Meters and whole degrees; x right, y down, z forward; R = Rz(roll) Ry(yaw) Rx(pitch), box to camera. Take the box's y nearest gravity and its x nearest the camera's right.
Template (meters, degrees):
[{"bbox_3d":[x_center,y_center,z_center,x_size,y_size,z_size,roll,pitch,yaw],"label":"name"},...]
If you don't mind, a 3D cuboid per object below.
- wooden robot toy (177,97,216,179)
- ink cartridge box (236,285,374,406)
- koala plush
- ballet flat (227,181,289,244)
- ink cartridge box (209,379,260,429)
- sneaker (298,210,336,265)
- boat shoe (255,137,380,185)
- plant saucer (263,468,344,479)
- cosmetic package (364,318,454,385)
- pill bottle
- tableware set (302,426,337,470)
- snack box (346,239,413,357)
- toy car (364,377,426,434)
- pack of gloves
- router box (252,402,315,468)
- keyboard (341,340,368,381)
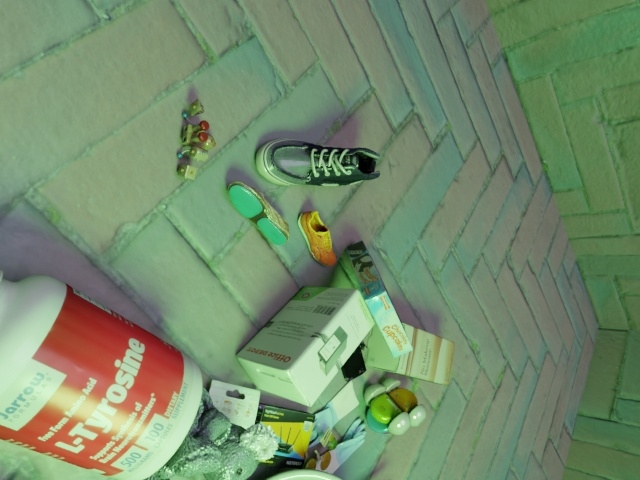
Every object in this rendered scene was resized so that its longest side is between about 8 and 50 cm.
[{"bbox_3d":[-0.256,-0.214,0.999,0.079,0.076,0.173,14,78,-54],"label":"wooden robot toy"},{"bbox_3d":[-0.033,0.237,1.095,0.273,0.198,0.115,-44,118,-36],"label":"ink cartridge box"},{"bbox_3d":[-0.206,0.398,0.883,0.221,0.196,0.203,31,27,-29],"label":"koala plush"},{"bbox_3d":[-0.147,-0.074,1.108,0.206,0.073,0.067,53,27,-31],"label":"ballet flat"},{"bbox_3d":[-0.218,0.416,1.025,0.145,0.045,0.179,30,58,-39],"label":"ink cartridge box"},{"bbox_3d":[0.000,0.000,1.232,0.064,0.067,0.175,-50,122,-35],"label":"sneaker"},{"bbox_3d":[0.009,-0.207,1.189,0.340,0.158,0.127,-5,91,-44],"label":"boat shoe"},{"bbox_3d":[-0.046,0.738,1.046,0.400,0.100,0.400,2,71,-7],"label":"plant saucer"},{"bbox_3d":[0.290,0.356,1.448,0.296,0.129,0.153,24,73,-40],"label":"cosmetic package"},{"bbox_3d":[-0.408,0.201,0.715,0.407,0.229,0.229,44,60,-33],"label":"pill bottle"},{"bbox_3d":[-0.007,0.562,1.175,0.154,0.024,0.104,-54,137,-36],"label":"tableware set"},{"bbox_3d":[0.151,0.144,1.234,0.187,0.060,0.322,62,6,-22],"label":"snack box"},{"bbox_3d":[0.209,0.514,1.372,0.182,0.159,0.136,-2,126,-44],"label":"toy car"},{"bbox_3d":[0.053,0.538,1.268,0.232,0.046,0.195,-28,108,-42],"label":"pack of gloves"},{"bbox_3d":[-0.101,0.479,1.120,0.179,0.046,0.133,29,68,-40],"label":"router box"},{"bbox_3d":[0.085,0.305,1.331,0.100,0.038,0.192,-19,103,-19],"label":"keyboard"}]
